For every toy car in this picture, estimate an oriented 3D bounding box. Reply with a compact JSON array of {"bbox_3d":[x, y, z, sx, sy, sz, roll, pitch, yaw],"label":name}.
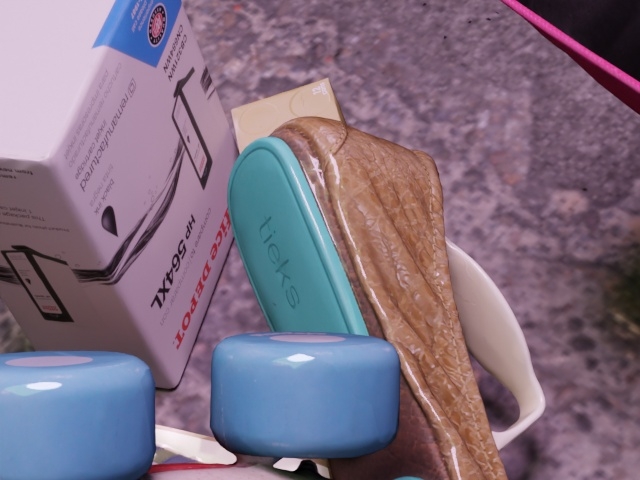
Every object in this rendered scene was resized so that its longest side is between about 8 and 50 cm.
[{"bbox_3d":[-0.099,0.145,0.638,0.238,0.210,0.219,3,94,52],"label":"toy car"}]

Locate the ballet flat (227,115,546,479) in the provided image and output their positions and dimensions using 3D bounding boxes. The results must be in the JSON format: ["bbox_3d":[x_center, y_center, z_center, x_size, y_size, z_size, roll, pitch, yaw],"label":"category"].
[{"bbox_3d":[0.054,0.101,0.716,0.124,0.116,0.342,-3,67,-31],"label":"ballet flat"}]

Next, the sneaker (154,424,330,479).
[{"bbox_3d":[-0.080,0.141,0.771,0.192,0.064,0.086,6,51,18],"label":"sneaker"}]

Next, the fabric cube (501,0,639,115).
[{"bbox_3d":[0.275,-0.113,0.671,0.254,0.258,0.259,41,100,38],"label":"fabric cube"}]

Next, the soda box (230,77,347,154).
[{"bbox_3d":[0.000,0.000,0.858,0.061,0.058,0.181,-17,51,5],"label":"soda box"}]

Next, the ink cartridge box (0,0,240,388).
[{"bbox_3d":[-0.116,-0.038,0.833,0.086,0.203,0.148,6,57,20],"label":"ink cartridge box"}]
